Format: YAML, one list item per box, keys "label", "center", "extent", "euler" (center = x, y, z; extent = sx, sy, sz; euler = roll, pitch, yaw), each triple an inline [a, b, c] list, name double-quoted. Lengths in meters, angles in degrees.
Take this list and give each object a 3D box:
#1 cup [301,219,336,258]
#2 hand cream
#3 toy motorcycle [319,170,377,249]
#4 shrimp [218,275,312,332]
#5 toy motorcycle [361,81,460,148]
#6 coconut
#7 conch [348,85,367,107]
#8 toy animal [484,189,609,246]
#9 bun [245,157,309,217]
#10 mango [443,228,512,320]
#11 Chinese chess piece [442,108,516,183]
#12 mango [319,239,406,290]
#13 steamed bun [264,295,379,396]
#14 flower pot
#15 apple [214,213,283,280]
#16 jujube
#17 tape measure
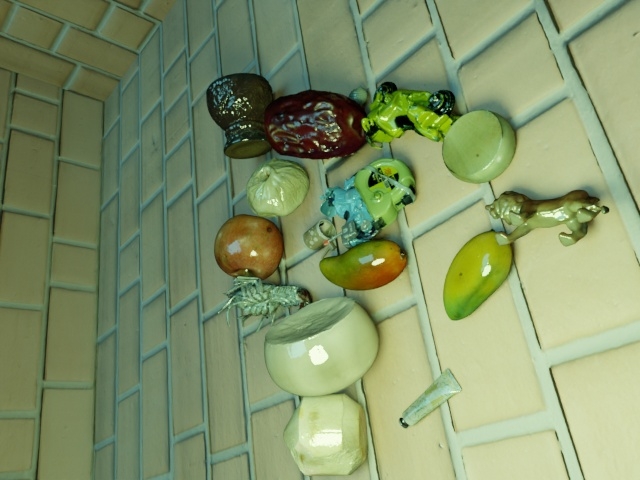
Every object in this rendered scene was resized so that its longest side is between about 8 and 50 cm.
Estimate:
- label: "cup"
  center: [0.002, -0.005, 1.912]
  extent: [0.099, 0.102, 0.074]
  euler: [-36, 15, 40]
- label: "hand cream"
  center: [0.272, 0.409, 1.473]
  extent: [0.194, 0.042, 0.067]
  euler: [-50, 44, 23]
- label: "toy motorcycle"
  center: [0.089, -0.083, 1.772]
  extent: [0.182, 0.124, 0.272]
  euler: [-29, 49, 25]
- label: "shrimp"
  center: [-0.198, 0.209, 2.008]
  extent: [0.411, 0.166, 0.221]
  euler: [-11, 113, 27]
- label: "toy motorcycle"
  center: [0.235, -0.352, 1.666]
  extent: [0.342, 0.142, 0.205]
  euler: [28, 103, 52]
- label: "coconut"
  center: [0.011, 0.535, 1.592]
  extent: [0.241, 0.241, 0.241]
  euler: [-18, 65, 46]
- label: "conch"
  center: [0.117, -0.465, 1.912]
  extent: [0.085, 0.057, 0.076]
  euler: [-66, 27, 11]
- label: "toy animal"
  center: [0.498, -0.066, 1.288]
  extent: [0.313, 0.097, 0.157]
  euler: [-3, 36, 44]
- label: "bun"
  center: [-0.153, -0.194, 2.026]
  extent: [0.244, 0.153, 0.243]
  euler: [-12, 46, 12]
- label: "mango"
  center: [0.371, 0.081, 1.414]
  extent: [0.237, 0.091, 0.137]
  euler: [-52, 39, 27]
- label: "Chinese chess piece"
  center: [0.403, -0.237, 1.481]
  extent: [0.189, 0.083, 0.188]
  euler: [-18, 65, 43]
- label: "mango"
  center: [0.121, 0.078, 1.675]
  extent: [0.289, 0.146, 0.129]
  euler: [-23, 50, 52]
- label: "steamed bun"
  center: [0.006, 0.308, 1.625]
  extent: [0.324, 0.324, 0.206]
  euler: [-9, 109, 49]
- label: "flower pot"
  center: [-0.302, -0.474, 2.272]
  extent: [0.267, 0.267, 0.266]
  euler: [-23, 72, 45]
- label: "apple"
  center: [-0.250, 0.019, 2.066]
  extent: [0.254, 0.254, 0.253]
  euler: [-18, 65, 46]
- label: "jujube"
  center: [-0.023, -0.376, 1.897]
  extent: [0.377, 0.259, 0.258]
  euler: [1, 80, 45]
- label: "tape measure"
  center: [0.187, -0.150, 1.672]
  extent: [0.175, 0.106, 0.200]
  euler: [-31, 53, 6]
